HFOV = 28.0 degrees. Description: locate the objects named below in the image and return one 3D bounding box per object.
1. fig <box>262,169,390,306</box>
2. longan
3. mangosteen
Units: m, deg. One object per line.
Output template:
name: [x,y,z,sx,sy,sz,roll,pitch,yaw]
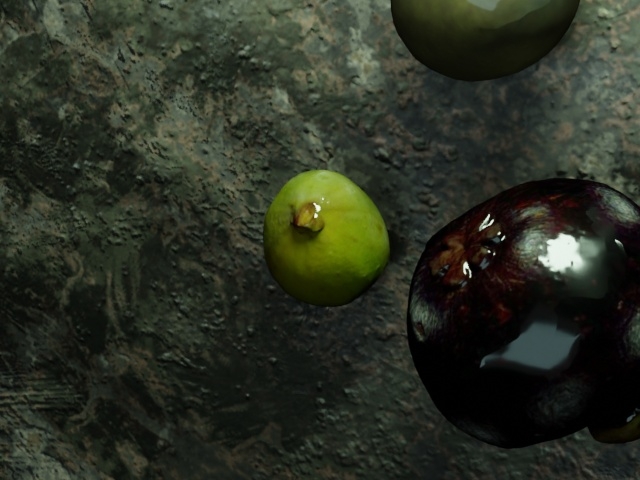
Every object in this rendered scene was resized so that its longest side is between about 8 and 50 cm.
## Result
fig: [0.004,-0.003,1.338,0.136,0.121,0.153,-4,123,20]
longan: [0.155,-0.235,1.194,0.189,0.189,0.189,6,104,23]
mangosteen: [0.223,0.077,1.201,0.287,0.287,0.233,-42,55,26]
